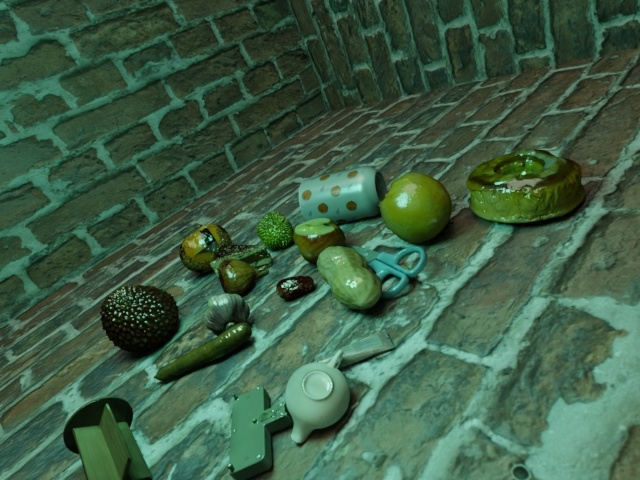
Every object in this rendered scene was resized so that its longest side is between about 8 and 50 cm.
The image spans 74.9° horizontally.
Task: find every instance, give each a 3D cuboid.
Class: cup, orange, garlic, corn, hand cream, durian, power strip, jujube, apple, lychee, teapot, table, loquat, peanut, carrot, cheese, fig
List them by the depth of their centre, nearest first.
[{"bbox_3d":[-0.001,0.335,0.940,0.145,0.092,0.226,26,51,18],"label":"teapot"},{"bbox_3d":[-0.137,0.420,0.959,0.145,0.061,0.215,-25,26,2],"label":"power strip"},{"bbox_3d":[-0.515,0.519,1.025,0.167,0.167,0.227,-38,37,-24],"label":"table"},{"bbox_3d":[0.077,0.285,1.052,0.210,0.043,0.067,-21,33,-2],"label":"hand cream"},{"bbox_3d":[0.264,0.093,1.252,0.028,0.027,0.083,-48,26,2],"label":"corn"},{"bbox_3d":[0.085,0.109,1.260,0.149,0.149,0.313,-27,26,-3],"label":"peanut"},{"bbox_3d":[-0.362,0.353,1.282,0.343,0.070,0.070,-29,26,3],"label":"carrot"},{"bbox_3d":[-0.295,0.243,1.333,0.147,0.159,0.102,-24,40,-26],"label":"garlic"},{"bbox_3d":[0.317,-0.103,1.368,0.244,0.243,0.243,-20,26,11],"label":"loquat"},{"bbox_3d":[-0.084,0.155,1.399,0.130,0.077,0.077,-14,27,3],"label":"jujube"},{"bbox_3d":[-0.649,0.264,1.480,0.272,0.271,0.271,-20,26,11],"label":"lychee"},{"bbox_3d":[0.000,0.000,1.508,0.173,0.160,0.195,-29,27,1],"label":"apple"},{"bbox_3d":[-0.284,0.121,1.584,0.201,0.146,0.133,-24,-19,-18],"label":"fig"},{"bbox_3d":[-0.245,0.126,1.639,0.083,0.030,0.044,-26,23,5],"label":"cheese"},{"bbox_3d":[0.099,-0.180,1.702,0.318,0.212,0.212,-10,30,28],"label":"cup"},{"bbox_3d":[-0.200,-0.042,1.765,0.146,0.159,0.198,-39,28,-25],"label":"durian"},{"bbox_3d":[-0.501,0.037,1.838,0.234,0.182,0.234,-45,1,1],"label":"orange"}]

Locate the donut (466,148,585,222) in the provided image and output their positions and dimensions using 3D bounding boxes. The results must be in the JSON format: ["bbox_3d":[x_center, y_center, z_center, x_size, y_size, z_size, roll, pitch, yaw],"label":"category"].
[{"bbox_3d":[0.626,-0.180,1.298,0.331,0.159,0.330,-14,24,6],"label":"donut"}]

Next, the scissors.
[{"bbox_3d":[0.172,0.058,1.377,0.192,0.029,0.447,-46,25,-7],"label":"scissors"}]

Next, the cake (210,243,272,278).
[{"bbox_3d":[-0.324,0.093,1.683,0.246,0.112,0.135,-1,38,35],"label":"cake"}]
